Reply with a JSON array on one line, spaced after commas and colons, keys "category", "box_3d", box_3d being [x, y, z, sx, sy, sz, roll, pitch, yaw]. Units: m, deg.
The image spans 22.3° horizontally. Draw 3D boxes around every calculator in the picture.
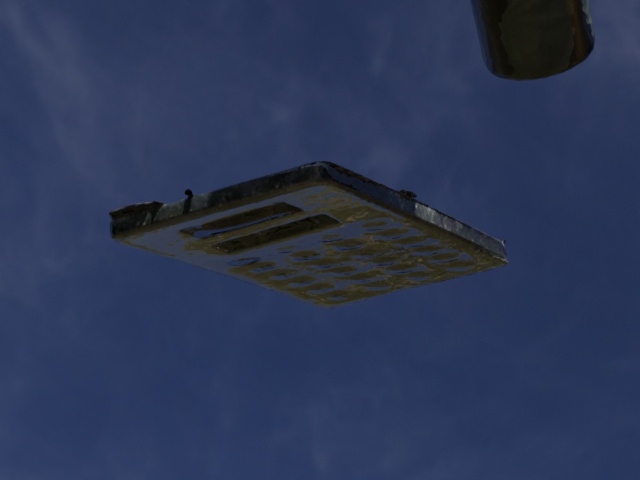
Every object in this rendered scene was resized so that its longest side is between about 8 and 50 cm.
[{"category": "calculator", "box_3d": [0.000, 0.000, 1.040, 0.161, 0.021, 0.262, -14, -18, 29]}]

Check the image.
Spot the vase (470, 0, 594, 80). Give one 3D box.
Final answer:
[{"category": "vase", "box_3d": [0.087, -0.181, 0.782, 0.060, 0.060, 0.211, -6, -59, 19]}]
